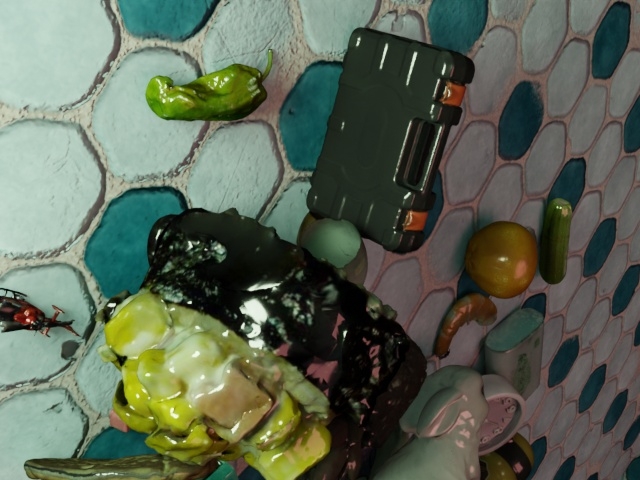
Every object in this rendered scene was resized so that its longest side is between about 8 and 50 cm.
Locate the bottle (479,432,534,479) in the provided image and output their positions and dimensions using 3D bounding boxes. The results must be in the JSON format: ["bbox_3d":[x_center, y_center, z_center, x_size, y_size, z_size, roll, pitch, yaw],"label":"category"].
[{"bbox_3d":[0.381,0.594,1.991,0.351,0.172,0.171,-37,136,-32],"label":"bottle"}]

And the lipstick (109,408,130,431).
[{"bbox_3d":[-0.170,0.168,1.189,0.312,0.051,0.051,-37,136,-28],"label":"lipstick"}]

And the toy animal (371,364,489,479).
[{"bbox_3d":[0.213,0.406,1.582,0.258,0.194,0.357,22,78,-29],"label":"toy animal"}]

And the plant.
[{"bbox_3d":[0.031,0.287,1.390,0.321,0.182,0.194,-39,142,-24],"label":"plant"}]

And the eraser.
[{"bbox_3d":[0.460,0.293,1.963,0.174,0.081,0.226,-34,136,-28],"label":"eraser"}]

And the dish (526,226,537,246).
[{"bbox_3d":[0.449,0.031,1.825,0.137,0.039,0.091,-47,140,-16],"label":"dish"}]

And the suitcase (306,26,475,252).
[{"bbox_3d":[0.092,-0.145,1.171,0.066,0.206,0.285,0,111,-45],"label":"suitcase"}]

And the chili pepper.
[{"bbox_3d":[-0.116,-0.182,1.018,0.204,0.072,0.073,-21,125,-40],"label":"chili pepper"}]

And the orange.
[{"bbox_3d":[0.360,0.038,1.649,0.136,0.159,0.158,5,114,-7],"label":"orange"}]

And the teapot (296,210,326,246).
[{"bbox_3d":[0.000,0.000,1.269,0.068,0.076,0.121,-60,173,13],"label":"teapot"}]

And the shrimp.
[{"bbox_3d":[0.312,0.190,1.761,0.161,0.049,0.166,28,91,-50],"label":"shrimp"}]

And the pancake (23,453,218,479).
[{"bbox_3d":[-0.250,0.287,1.043,0.250,0.250,0.031,13,71,-52],"label":"pancake"}]

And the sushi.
[{"bbox_3d":[-0.090,0.153,1.028,0.285,0.328,0.328,-59,143,-15],"label":"sushi"}]

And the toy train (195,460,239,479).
[{"bbox_3d":[-0.137,0.464,1.290,0.120,0.194,0.298,-38,135,-27],"label":"toy train"}]

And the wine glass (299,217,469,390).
[{"bbox_3d":[0.109,0.096,1.214,0.309,0.265,0.096,78,31,-60],"label":"wine glass"}]

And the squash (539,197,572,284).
[{"bbox_3d":[0.541,0.005,1.894,0.066,0.066,0.228,-32,133,-33],"label":"squash"}]

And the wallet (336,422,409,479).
[{"bbox_3d":[0.088,0.448,1.639,0.335,0.068,0.274,-30,132,-37],"label":"wallet"}]

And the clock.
[{"bbox_3d":[0.370,0.402,1.880,0.197,0.068,0.196,-13,127,-17],"label":"clock"}]

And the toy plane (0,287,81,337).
[{"bbox_3d":[-0.333,0.089,0.948,0.037,0.060,0.145,-61,158,-2],"label":"toy plane"}]
